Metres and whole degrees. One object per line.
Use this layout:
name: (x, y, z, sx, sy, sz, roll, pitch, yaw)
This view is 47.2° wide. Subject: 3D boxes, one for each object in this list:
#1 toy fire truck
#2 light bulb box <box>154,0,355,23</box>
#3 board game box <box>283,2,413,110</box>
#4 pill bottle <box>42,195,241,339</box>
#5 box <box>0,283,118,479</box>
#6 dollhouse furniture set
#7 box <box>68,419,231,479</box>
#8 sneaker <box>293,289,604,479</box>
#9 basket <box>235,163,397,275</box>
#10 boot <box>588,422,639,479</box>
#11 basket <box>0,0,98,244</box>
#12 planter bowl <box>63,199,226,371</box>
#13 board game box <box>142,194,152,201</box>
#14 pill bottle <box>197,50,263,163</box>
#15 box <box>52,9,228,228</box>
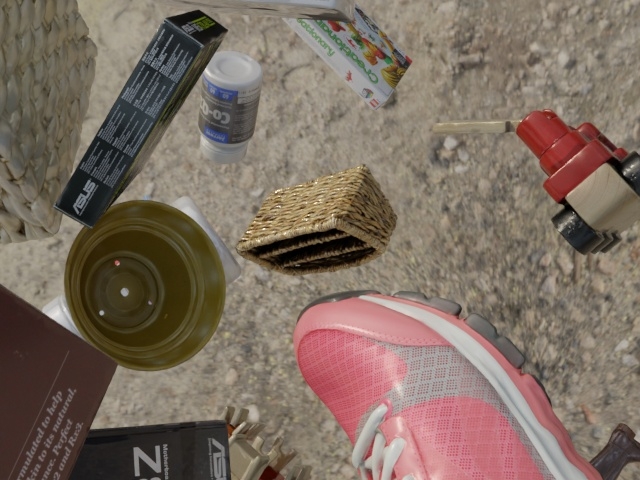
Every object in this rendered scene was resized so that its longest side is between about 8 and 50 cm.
toy fire truck: (0.287, -0.100, 0.908, 0.158, 0.217, 0.246, -44, 70, 23)
light bulb box: (-0.110, -0.582, 1.264, 0.358, 0.225, 0.361, 6, 101, 7)
board game box: (0.065, -0.463, 1.686, 0.305, 0.053, 0.193, 42, 47, -12)
pill bottle: (-0.402, 0.100, 1.655, 0.407, 0.229, 0.229, -35, 69, -7)
box: (-0.281, 0.107, 0.461, 0.203, 0.167, 0.168, 5, 61, 27)
dollhouse furniture set: (-0.147, 0.487, 1.554, 0.262, 0.259, 0.135, 36, 89, 24)
box: (-0.225, 0.407, 0.804, 0.097, 0.318, 0.395, -14, 73, 31)
sneaker: (0.073, 0.142, 0.363, 0.136, 0.116, 0.314, -28, 55, -33)
basket: (0.000, 0.000, 1.640, 0.299, 0.213, 0.223, -14, 32, 32)
boot: (0.475, 0.363, 1.153, 0.106, 0.037, 0.114, 44, 66, 6)
basket: (-0.413, -0.193, 0.722, 0.266, 0.328, 0.331, -5, 50, 3)
planter bowl: (-0.239, 0.063, 0.952, 0.090, 0.217, 0.217, -18, 67, 50)
board game box: (-0.433, -0.049, 1.807, 0.090, 0.020, 0.090, -57, 41, 29)
pill bottle: (-0.122, -0.173, 0.973, 0.078, 0.137, 0.078, 7, 46, -8)
box: (-0.160, -0.121, 0.683, 0.045, 0.184, 0.191, 34, 107, -10)
